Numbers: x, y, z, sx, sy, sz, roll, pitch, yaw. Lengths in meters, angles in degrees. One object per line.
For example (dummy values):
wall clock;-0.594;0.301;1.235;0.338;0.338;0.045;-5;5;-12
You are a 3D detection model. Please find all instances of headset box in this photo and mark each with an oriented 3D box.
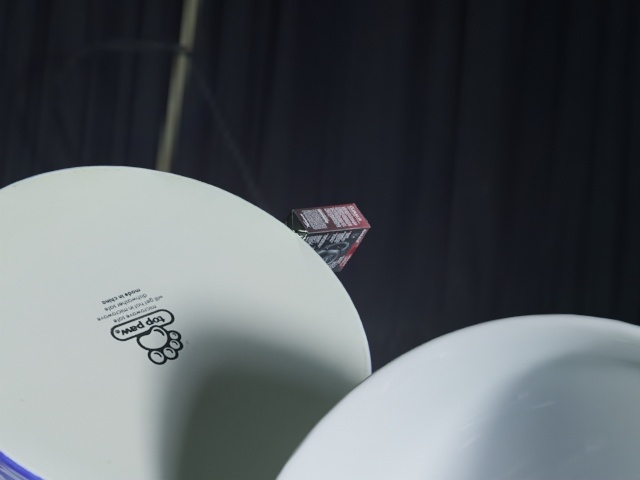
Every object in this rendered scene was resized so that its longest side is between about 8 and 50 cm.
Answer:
headset box;0.000;0.000;1.688;0.083;0.032;0.062;-8;143;-41

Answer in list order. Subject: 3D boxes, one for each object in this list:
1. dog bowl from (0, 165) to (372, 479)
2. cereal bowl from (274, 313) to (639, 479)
dog bowl;-0.108;0.083;1.082;0.265;0.265;0.104;7;135;-15
cereal bowl;0.119;0.208;0.820;0.339;0.339;0.141;-1;164;39
